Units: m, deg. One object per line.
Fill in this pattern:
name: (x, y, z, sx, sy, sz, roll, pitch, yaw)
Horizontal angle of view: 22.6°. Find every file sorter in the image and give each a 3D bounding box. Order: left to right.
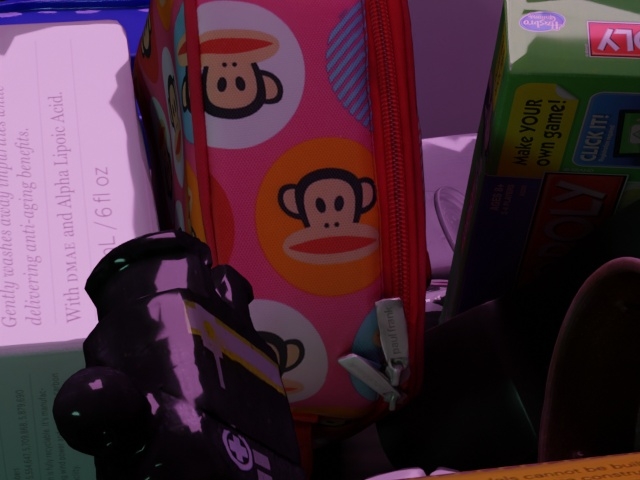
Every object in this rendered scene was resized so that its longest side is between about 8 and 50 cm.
file sorter: (0.178, -0.155, 1.412, 0.193, 0.277, 0.173, 7, 12, 35)

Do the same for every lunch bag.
lunch bag: (-0.026, 0.005, 0.788, 0.120, 0.258, 0.293, -2, -11, -9)

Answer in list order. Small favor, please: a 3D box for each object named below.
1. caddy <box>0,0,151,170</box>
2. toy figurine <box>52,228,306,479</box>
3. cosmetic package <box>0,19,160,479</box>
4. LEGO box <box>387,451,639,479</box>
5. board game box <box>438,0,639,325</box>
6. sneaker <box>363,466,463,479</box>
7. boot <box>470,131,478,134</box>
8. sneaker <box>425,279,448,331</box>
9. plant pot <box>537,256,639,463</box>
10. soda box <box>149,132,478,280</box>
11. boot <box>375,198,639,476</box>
caddy: (-0.206, -0.084, 1.391, 0.341, 0.179, 0.241, 0, 37, 9)
toy figurine: (-0.107, 0.111, 0.453, 0.213, 0.209, 0.148, -1, 50, -17)
cosmetic package: (-0.275, 0.024, 0.778, 0.385, 0.156, 0.217, -5, 51, -12)
LEGO box: (-0.052, 0.185, 0.152, 0.500, 0.193, 0.372, -5, 14, -11)
board game box: (0.179, -0.008, 0.807, 0.214, 0.046, 0.317, 1, -29, 0)
sneaker: (-0.006, 0.145, 0.599, 0.209, 0.081, 0.094, -7, 20, 6)
boot: (0.051, -0.006, 1.204, 0.338, 0.118, 0.223, 1, 20, 35)
sneaker: (0.042, 0.057, 1.003, 0.178, 0.072, 0.077, 4, 0, -8)
plant pot: (0.188, 0.095, 0.612, 0.165, 0.167, 0.167, 4, 12, -12)
soda box: (0.000, 0.000, 1.062, 0.286, 0.098, 0.091, -7, -21, -11)
boot: (0.173, 0.040, 0.775, 0.305, 0.112, 0.115, -24, -12, 37)
